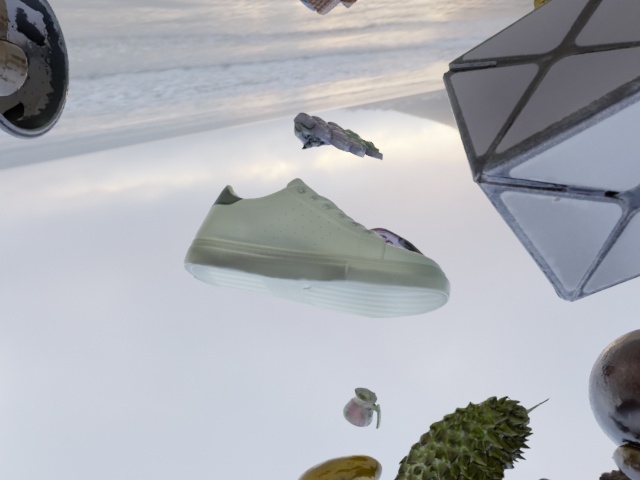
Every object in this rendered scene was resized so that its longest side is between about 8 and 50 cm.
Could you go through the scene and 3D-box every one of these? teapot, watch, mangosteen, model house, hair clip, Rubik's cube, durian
[{"bbox_3d":[0.091,0.342,1.149,0.083,0.064,0.064,28,-159,25],"label":"teapot"},{"bbox_3d":[-0.585,-0.348,0.976,0.314,0.335,0.327,2,178,6],"label":"watch"},{"bbox_3d":[0.619,0.298,0.980,0.297,0.297,0.293,2,-148,44],"label":"mangosteen"},{"bbox_3d":[0.018,-0.553,1.214,0.148,0.148,0.119,-38,142,23],"label":"model house"},{"bbox_3d":[0.033,-0.178,1.030,0.195,0.052,0.124,4,-143,-41],"label":"hair clip"},{"bbox_3d":[0.321,-0.125,0.663,0.255,0.260,0.259,-28,-146,23],"label":"Rubik's cube"},{"bbox_3d":[0.226,0.389,0.949,0.157,0.355,0.169,36,-149,22],"label":"durian"}]

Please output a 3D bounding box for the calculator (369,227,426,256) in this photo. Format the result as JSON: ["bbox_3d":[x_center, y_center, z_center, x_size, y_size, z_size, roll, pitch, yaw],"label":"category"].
[{"bbox_3d":[0.156,0.061,1.365,0.194,0.294,0.043,-28,-139,31],"label":"calculator"}]

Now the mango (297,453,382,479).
[{"bbox_3d":[0.034,0.488,1.124,0.195,0.137,0.098,-31,-135,2],"label":"mango"}]

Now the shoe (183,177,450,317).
[{"bbox_3d":[0.000,0.000,0.769,0.363,0.160,0.132,7,157,18],"label":"shoe"}]

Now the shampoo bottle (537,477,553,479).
[{"bbox_3d":[0.414,0.407,0.845,0.195,0.056,0.056,18,-170,-9],"label":"shampoo bottle"}]

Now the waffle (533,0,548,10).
[{"bbox_3d":[0.457,-0.335,1.040,0.301,0.281,0.058,-33,176,5],"label":"waffle"}]
